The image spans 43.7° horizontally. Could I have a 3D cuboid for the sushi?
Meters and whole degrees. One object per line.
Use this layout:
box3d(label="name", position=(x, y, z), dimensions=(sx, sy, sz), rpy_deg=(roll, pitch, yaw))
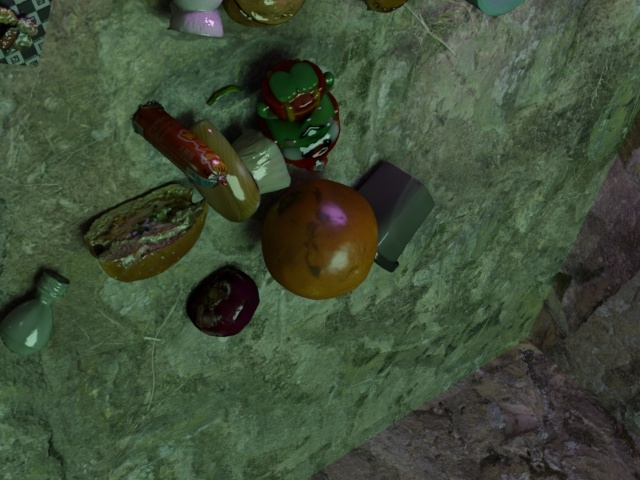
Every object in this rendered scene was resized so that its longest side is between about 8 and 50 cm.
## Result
box3d(label="sushi", position=(-0.500, -0.337, 1.306), dimensions=(0.120, 0.026, 0.126), rpy_deg=(-9, 134, -46))

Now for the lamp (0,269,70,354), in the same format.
box3d(label="lamp", position=(-0.604, 0.156, 1.698), dimensions=(0.193, 0.106, 0.106), rpy_deg=(-57, 148, 2))

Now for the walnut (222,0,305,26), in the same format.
box3d(label="walnut", position=(-0.108, -0.472, 1.514), dimensions=(0.180, 0.144, 0.144), rpy_deg=(-31, 147, -40))

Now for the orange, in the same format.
box3d(label="orange", position=(0.000, 0.000, 2.030), dimensions=(0.312, 0.312, 0.312), rpy_deg=(-31, 146, -24))

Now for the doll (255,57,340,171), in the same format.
box3d(label="doll", position=(-0.044, -0.265, 1.810), dimensions=(0.182, 0.160, 0.363), rpy_deg=(-31, 150, -8))

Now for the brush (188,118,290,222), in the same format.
box3d(label="brush", position=(-0.190, -0.178, 1.745), dimensions=(0.166, 0.174, 0.266), rpy_deg=(-45, 140, -20))

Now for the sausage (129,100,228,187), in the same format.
box3d(label="sausage", position=(-0.264, -0.175, 1.552), dimensions=(0.083, 0.264, 0.083), rpy_deg=(-34, 147, -26))

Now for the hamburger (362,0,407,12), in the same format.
box3d(label="hamburger", position=(0.100, -0.584, 1.573), dimensions=(0.245, 0.211, 0.260), rpy_deg=(-34, 145, -35))

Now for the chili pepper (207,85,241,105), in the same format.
box3d(label="chili pepper", position=(-0.204, -0.310, 1.701), dimensions=(0.083, 0.017, 0.030), rpy_deg=(-28, 147, -28))

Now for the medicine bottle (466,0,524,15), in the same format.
box3d(label="medicine bottle", position=(0.317, -0.647, 1.672), dimensions=(0.245, 0.290, 0.245), rpy_deg=(-30, 147, -22))

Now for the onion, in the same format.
box3d(label="onion", position=(-0.238, 0.181, 2.138), dimensions=(0.195, 0.140, 0.218), rpy_deg=(-51, 153, -4))

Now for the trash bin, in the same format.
box3d(label="trash bin", position=(0.178, -0.070, 2.272), dimensions=(0.250, 0.220, 0.219), rpy_deg=(-51, 151, -5))

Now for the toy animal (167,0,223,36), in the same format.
box3d(label="toy animal", position=(-0.223, -0.481, 1.426), dimensions=(0.104, 0.131, 0.221), rpy_deg=(2, 108, -4))

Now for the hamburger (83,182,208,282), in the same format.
box3d(label="hamburger", position=(-0.366, -0.001, 1.748), dimensions=(0.283, 0.144, 0.156), rpy_deg=(-30, 146, -28))
